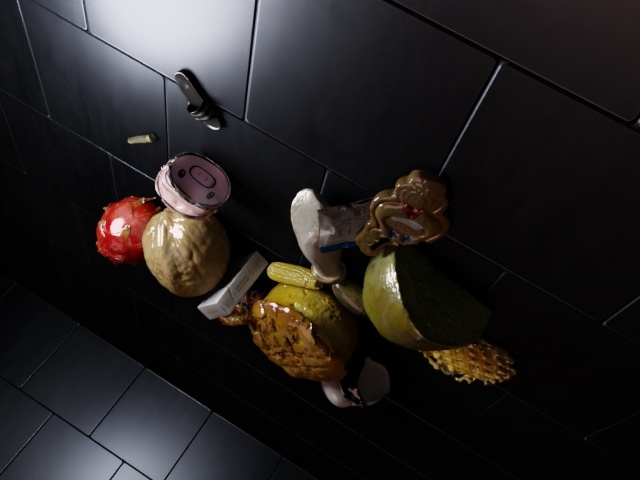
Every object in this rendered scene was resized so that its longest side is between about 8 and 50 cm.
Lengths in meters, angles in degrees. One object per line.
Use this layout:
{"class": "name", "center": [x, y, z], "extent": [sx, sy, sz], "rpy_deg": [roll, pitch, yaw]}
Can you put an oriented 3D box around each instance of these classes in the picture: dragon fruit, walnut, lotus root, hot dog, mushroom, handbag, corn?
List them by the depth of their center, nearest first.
{"class": "mushroom", "center": [0.000, 0.000, 1.645], "extent": [0.128, 0.128, 0.350], "rpy_deg": [18, 147, 25]}
{"class": "handbag", "center": [-0.366, -0.158, 1.728], "extent": [0.205, 0.179, 0.116], "rpy_deg": [39, 140, -7]}
{"class": "lotus root", "center": [0.104, 0.173, 1.798], "extent": [0.179, 0.081, 0.089], "rpy_deg": [36, 145, -2]}
{"class": "corn", "center": [-0.083, 0.111, 1.902], "extent": [0.206, 0.067, 0.067], "rpy_deg": [12, 140, 31]}
{"class": "walnut", "center": [-0.434, 0.028, 1.947], "extent": [0.277, 0.252, 0.313], "rpy_deg": [19, 138, 44]}
{"class": "dragon fruit", "center": [-0.651, -0.030, 2.071], "extent": [0.241, 0.252, 0.241], "rpy_deg": [52, 154, 39]}
{"class": "hot dog", "center": [-0.339, 0.279, 2.340], "extent": [0.131, 0.069, 0.252], "rpy_deg": [45, 147, -15]}

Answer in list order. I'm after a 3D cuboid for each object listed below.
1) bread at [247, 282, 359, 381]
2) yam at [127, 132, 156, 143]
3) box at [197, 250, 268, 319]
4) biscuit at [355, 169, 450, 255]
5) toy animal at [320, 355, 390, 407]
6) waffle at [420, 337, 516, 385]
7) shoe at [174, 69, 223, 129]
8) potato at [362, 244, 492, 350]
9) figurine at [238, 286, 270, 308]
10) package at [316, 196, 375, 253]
{"class": "bread", "center": [-0.054, 0.306, 1.989], "extent": [0.398, 0.215, 0.398], "rpy_deg": [24, 144, 19]}
{"class": "yam", "center": [-0.551, -0.307, 1.836], "extent": [0.129, 0.027, 0.033], "rpy_deg": [0, 132, 43]}
{"class": "box", "center": [-0.288, 0.149, 1.979], "extent": [0.067, 0.233, 0.149], "rpy_deg": [45, 146, -16]}
{"class": "biscuit", "center": [0.193, -0.046, 1.433], "extent": [0.183, 0.047, 0.319], "rpy_deg": [40, 137, -18]}
{"class": "toy animal", "center": [0.112, 0.496, 2.108], "extent": [0.235, 0.187, 0.165], "rpy_deg": [-22, 83, 48]}
{"class": "waffle", "center": [0.420, 0.339, 1.742], "extent": [0.262, 0.060, 0.280], "rpy_deg": [38, 147, -3]}
{"class": "shoe", "center": [-0.327, -0.352, 1.558], "extent": [0.071, 0.049, 0.179], "rpy_deg": [-1, 133, 43]}
{"class": "potato", "center": [0.224, 0.199, 1.606], "extent": [0.330, 0.213, 0.280], "rpy_deg": [40, 146, -4]}
{"class": "figurine", "center": [-0.259, 0.200, 2.146], "extent": [0.194, 0.102, 0.112], "rpy_deg": [22, 132, 14]}
{"class": "package", "center": [0.077, -0.037, 1.522], "extent": [0.171, 0.027, 0.173], "rpy_deg": [-13, 142, -8]}
